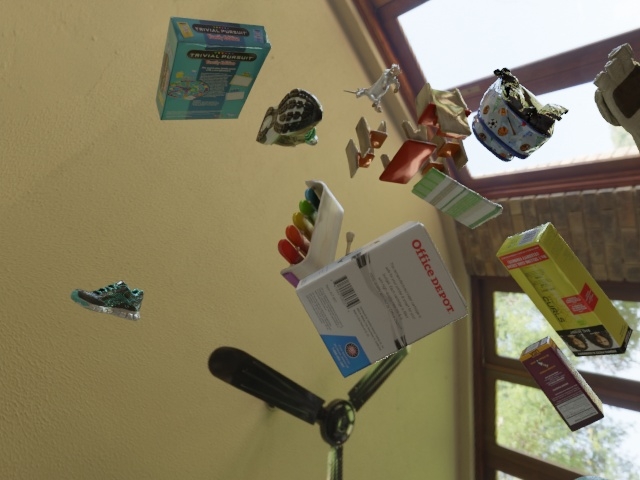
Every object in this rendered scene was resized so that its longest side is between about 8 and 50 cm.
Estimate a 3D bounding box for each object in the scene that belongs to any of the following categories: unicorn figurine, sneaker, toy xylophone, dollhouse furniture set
[{"bbox_3d":[0.144,-0.383,1.065,0.060,0.161,0.111,34,-142,-38],"label":"unicorn figurine"},{"bbox_3d":[-0.445,0.117,0.884,0.166,0.064,0.076,42,-117,-60],"label":"sneaker"},{"bbox_3d":[-0.068,-0.390,1.416,0.182,0.410,0.158,17,-91,-28],"label":"sneaker"},{"bbox_3d":[0.000,0.000,1.132,0.236,0.081,0.323,56,-141,-38],"label":"toy xylophone"},{"bbox_3d":[0.220,-0.209,0.945,0.261,0.259,0.135,4,-120,-17],"label":"dollhouse furniture set"}]

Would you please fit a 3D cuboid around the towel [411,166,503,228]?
[{"bbox_3d":[0.261,-0.083,0.809,0.152,0.113,0.023,32,-108,0],"label":"towel"}]

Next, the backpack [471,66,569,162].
[{"bbox_3d":[0.607,-0.379,1.321,0.276,0.213,0.263,35,-143,3],"label":"backpack"}]

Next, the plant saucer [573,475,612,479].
[{"bbox_3d":[0.679,0.676,1.001,0.037,0.194,0.195,37,-116,-48],"label":"plant saucer"}]

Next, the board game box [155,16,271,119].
[{"bbox_3d":[-0.321,-0.478,1.208,0.253,0.336,0.079,-12,-104,-31],"label":"board game box"}]

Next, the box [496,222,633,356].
[{"bbox_3d":[0.401,0.086,0.688,0.232,0.087,0.058,51,-124,-6],"label":"box"}]

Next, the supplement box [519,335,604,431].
[{"bbox_3d":[0.571,0.335,0.993,0.104,0.081,0.188,2,-128,-59],"label":"supplement box"}]

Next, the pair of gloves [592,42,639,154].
[{"bbox_3d":[0.582,-0.289,0.706,0.204,0.042,0.240,35,-78,-19],"label":"pair of gloves"}]

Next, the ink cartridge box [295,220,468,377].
[{"bbox_3d":[0.087,0.082,0.620,0.203,0.086,0.148,-28,-87,4],"label":"ink cartridge box"}]
